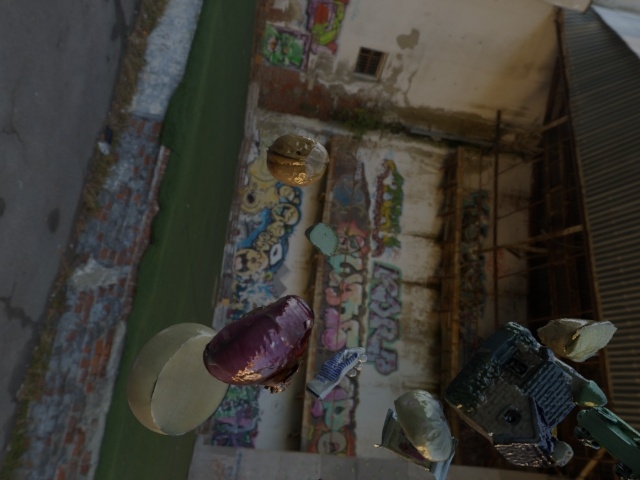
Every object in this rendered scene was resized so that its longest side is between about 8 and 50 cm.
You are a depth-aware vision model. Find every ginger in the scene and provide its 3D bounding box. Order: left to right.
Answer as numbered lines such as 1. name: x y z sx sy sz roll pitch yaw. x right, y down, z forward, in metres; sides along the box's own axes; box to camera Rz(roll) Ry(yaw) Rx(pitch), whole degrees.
1. ginger: 0.640 0.235 1.154 0.123 0.193 0.115 27 -70 57

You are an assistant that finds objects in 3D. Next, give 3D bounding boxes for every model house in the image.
1. model house: 0.000 0.000 1.124 0.066 0.079 0.083 -55 -168 -16
2. model house: 0.535 0.413 1.186 0.298 0.243 0.284 -45 -138 -6

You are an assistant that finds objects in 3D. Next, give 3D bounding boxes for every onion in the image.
1. onion: -0.100 0.205 0.862 0.163 0.230 0.230 65 -15 9

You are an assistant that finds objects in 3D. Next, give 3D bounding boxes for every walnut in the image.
1. walnut: -0.068 -0.224 1.304 0.144 0.180 0.144 -164 -90 -84

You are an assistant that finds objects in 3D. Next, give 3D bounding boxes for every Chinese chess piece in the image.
1. Chinese chess piece: -0.313 0.314 1.059 0.250 0.103 0.249 -25 121 -50

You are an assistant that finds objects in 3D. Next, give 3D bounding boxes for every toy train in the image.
1. toy train: 0.999 0.669 1.478 0.369 0.237 0.150 -115 -132 -78

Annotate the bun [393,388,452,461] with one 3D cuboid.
1. bun: 0.395 0.681 1.727 0.273 0.168 0.273 54 11 -15

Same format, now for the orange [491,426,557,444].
1. orange: 0.620 0.571 1.447 0.236 0.236 0.236 -173 -90 -82

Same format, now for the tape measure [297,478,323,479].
1. tape measure: -0.021 0.817 1.336 0.084 0.164 0.330 -93 178 -62

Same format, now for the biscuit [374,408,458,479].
1. biscuit: 0.395 0.845 1.919 0.079 0.309 0.186 39 72 -56

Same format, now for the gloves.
1. gloves: 0.053 0.410 1.454 0.097 0.229 0.119 60 -22 4
